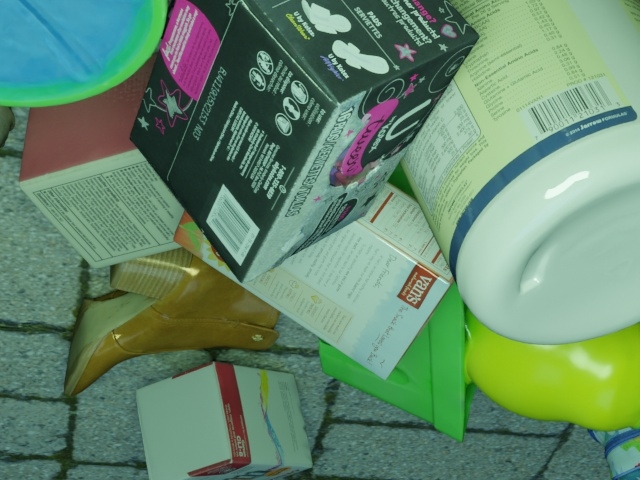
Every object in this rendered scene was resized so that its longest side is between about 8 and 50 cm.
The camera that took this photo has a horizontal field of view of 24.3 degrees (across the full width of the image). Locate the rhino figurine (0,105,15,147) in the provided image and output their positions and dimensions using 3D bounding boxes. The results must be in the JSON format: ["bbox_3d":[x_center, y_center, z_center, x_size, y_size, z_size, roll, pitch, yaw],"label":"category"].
[{"bbox_3d":[-0.399,-0.135,1.387,0.243,0.073,0.106,21,143,-26],"label":"rhino figurine"}]

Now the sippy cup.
[{"bbox_3d":[-0.222,-0.255,1.093,0.305,0.224,0.240,-18,140,22],"label":"sippy cup"}]

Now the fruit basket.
[{"bbox_3d":[0.177,0.037,1.457,0.392,0.283,0.392,12,147,8],"label":"fruit basket"}]

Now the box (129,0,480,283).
[{"bbox_3d":[-0.018,-0.110,1.099,0.142,0.163,0.247,-30,163,-31],"label":"box"}]

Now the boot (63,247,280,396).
[{"bbox_3d":[-0.164,0.105,1.702,0.211,0.104,0.295,14,138,-19],"label":"boot"}]

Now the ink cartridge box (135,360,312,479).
[{"bbox_3d":[-0.115,0.231,1.819,0.128,0.127,0.176,-23,159,28],"label":"ink cartridge box"}]

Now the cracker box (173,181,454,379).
[{"bbox_3d":[0.000,0.000,1.288,0.232,0.067,0.155,34,139,4],"label":"cracker box"}]

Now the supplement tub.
[{"bbox_3d":[0.169,-0.106,1.189,0.235,0.325,0.235,-14,143,-11],"label":"supplement tub"}]

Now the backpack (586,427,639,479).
[{"bbox_3d":[0.469,0.201,1.760,0.290,0.273,0.355,-23,128,41],"label":"backpack"}]

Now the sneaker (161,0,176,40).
[{"bbox_3d":[-0.129,-0.219,1.292,0.077,0.072,0.178,9,133,-3],"label":"sneaker"}]

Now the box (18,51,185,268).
[{"bbox_3d":[-0.146,-0.085,1.415,0.232,0.126,0.148,-14,140,17],"label":"box"}]
